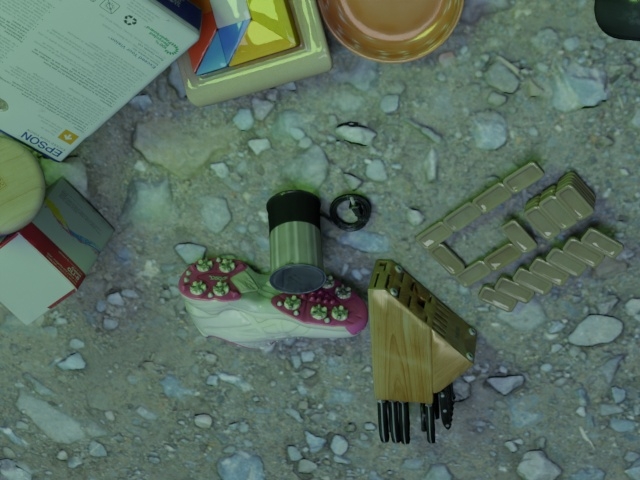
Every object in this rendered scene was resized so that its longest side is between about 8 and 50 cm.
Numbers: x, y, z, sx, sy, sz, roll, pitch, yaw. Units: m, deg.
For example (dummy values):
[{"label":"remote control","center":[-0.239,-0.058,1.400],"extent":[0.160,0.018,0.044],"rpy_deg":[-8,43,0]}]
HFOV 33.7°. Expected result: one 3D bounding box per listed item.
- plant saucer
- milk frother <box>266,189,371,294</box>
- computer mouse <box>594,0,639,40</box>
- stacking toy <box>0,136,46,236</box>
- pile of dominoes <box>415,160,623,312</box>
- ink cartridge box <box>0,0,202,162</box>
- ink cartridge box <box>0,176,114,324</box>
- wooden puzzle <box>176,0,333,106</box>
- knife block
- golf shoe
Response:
[{"label":"plant saucer","center":[0.094,-0.335,1.405],"extent":[0.200,0.037,0.200],"rpy_deg":[6,120,10]},{"label":"milk frother","center":[0.000,0.000,1.567],"extent":[0.143,0.135,0.129],"rpy_deg":[-23,143,27]},{"label":"computer mouse","center":[0.476,-0.328,1.307],"extent":[0.262,0.060,0.184],"rpy_deg":[2,121,12]},{"label":"stacking toy","center":[-0.524,-0.050,1.599],"extent":[0.141,0.141,0.330],"rpy_deg":[45,152,-14]},{"label":"pile of dominoes","center":[0.296,-0.006,1.568],"extent":[0.196,0.040,0.251],"rpy_deg":[44,128,-15]},{"label":"ink cartridge box","center":[-0.381,-0.278,1.380],"extent":[0.324,0.071,0.330],"rpy_deg":[31,132,-33]},{"label":"ink cartridge box","center":[-0.431,0.014,1.652],"extent":[0.128,0.176,0.127],"rpy_deg":[-33,111,28]},{"label":"wooden puzzle","center":[-0.115,-0.317,1.432],"extent":[0.221,0.044,0.239],"rpy_deg":[-13,103,20]},{"label":"knife block","center":[0.119,0.196,1.683],"extent":[0.275,0.088,0.242],"rpy_deg":[40,120,-12]},{"label":"golf shoe","center":[-0.072,0.115,1.680],"extent":[0.306,0.115,0.140],"rpy_deg":[11,133,14]}]
